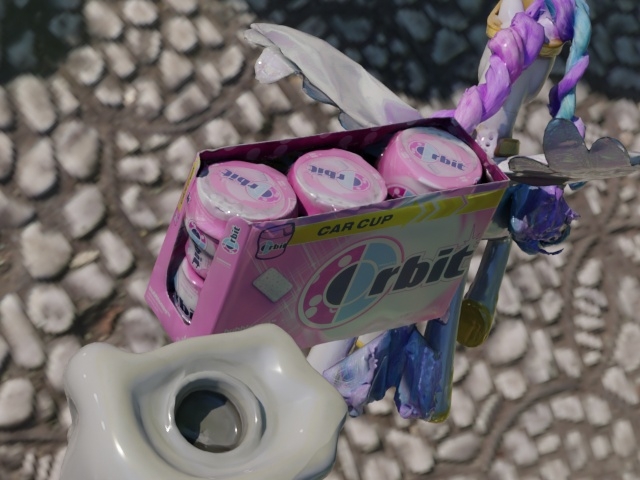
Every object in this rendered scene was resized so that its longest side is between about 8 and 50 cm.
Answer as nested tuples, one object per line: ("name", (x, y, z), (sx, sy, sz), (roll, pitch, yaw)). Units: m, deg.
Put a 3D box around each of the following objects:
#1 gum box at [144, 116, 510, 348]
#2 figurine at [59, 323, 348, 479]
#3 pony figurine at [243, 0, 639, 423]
("gum box", (0.000, 0.000, 0.893), (0.188, 0.107, 0.062), (-11, 48, -36))
("figurine", (-0.032, 0.160, 0.581), (0.092, 0.209, 0.215), (-26, 67, -40))
("pony figurine", (0.096, -0.041, 1.266), (0.303, 0.363, 0.351), (23, 14, 14))
